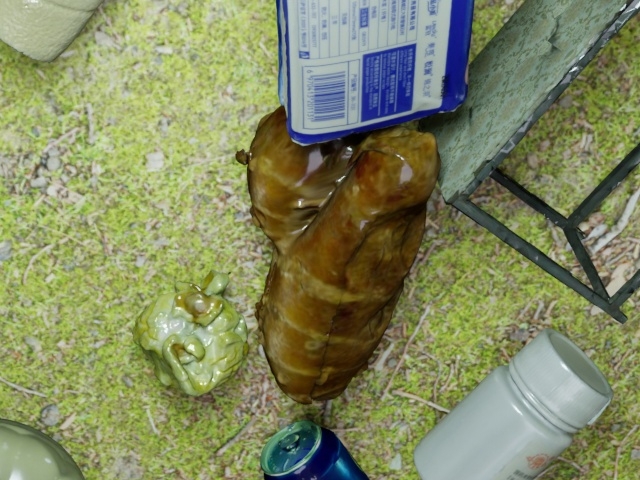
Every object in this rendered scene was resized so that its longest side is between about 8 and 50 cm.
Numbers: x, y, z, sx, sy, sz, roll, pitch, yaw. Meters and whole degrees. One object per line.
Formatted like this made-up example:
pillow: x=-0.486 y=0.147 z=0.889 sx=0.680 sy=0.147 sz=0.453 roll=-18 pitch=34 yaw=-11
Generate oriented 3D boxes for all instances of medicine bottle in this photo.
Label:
medicine bottle: x=0.249 y=0.240 z=1.794 sx=0.144 sy=0.144 sz=0.252 roll=33 pitch=111 yaw=-21

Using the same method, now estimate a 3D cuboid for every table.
table: x=0.331 y=-0.138 z=1.555 sx=0.272 sy=0.222 sz=0.335 roll=34 pitch=110 yaw=-20

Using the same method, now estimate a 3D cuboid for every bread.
bread: x=-0.291 y=-0.286 z=1.450 sx=0.134 sy=0.148 sz=0.141 roll=28 pitch=113 yaw=-40

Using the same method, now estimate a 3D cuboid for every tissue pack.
tissue pack: x=0.048 y=-0.243 z=1.390 sx=0.209 sy=0.137 sz=0.270 roll=-16 pitch=143 yaw=-10

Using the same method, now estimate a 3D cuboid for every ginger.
ginger: x=0.000 y=0.000 z=1.620 sx=0.176 sy=0.254 sz=0.418 roll=-25 pitch=141 yaw=-39

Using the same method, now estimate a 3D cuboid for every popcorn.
popcorn: x=-0.156 y=0.119 z=1.705 sx=0.141 sy=0.162 sz=0.135 roll=-12 pitch=158 yaw=26

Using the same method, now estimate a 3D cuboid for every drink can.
drink can: x=0.011 y=0.340 z=1.836 sx=0.118 sy=0.118 sz=0.205 roll=-30 pitch=118 yaw=10

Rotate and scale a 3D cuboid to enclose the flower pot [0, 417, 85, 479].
flower pot: x=-0.441 y=0.397 z=1.749 sx=0.307 sy=0.244 sz=0.308 roll=-3 pitch=117 yaw=-6
